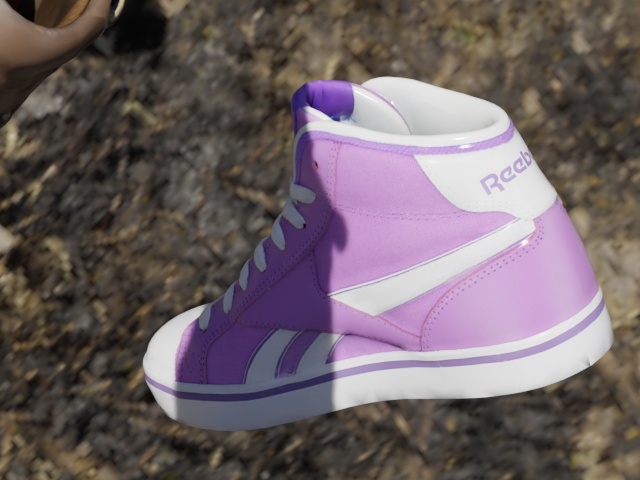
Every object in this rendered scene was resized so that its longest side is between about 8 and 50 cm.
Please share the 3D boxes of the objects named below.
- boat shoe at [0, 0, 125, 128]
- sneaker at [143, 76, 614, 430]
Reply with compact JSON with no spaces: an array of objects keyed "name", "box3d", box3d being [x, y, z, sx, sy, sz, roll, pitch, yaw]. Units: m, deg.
[{"name":"boat shoe","box3d":[-0.065,-0.143,0.433,0.095,0.095,0.257,20,66,-42]},{"name":"sneaker","box3d":[0.001,-0.001,0.913,0.102,0.282,0.161,-43,112,-48]}]
